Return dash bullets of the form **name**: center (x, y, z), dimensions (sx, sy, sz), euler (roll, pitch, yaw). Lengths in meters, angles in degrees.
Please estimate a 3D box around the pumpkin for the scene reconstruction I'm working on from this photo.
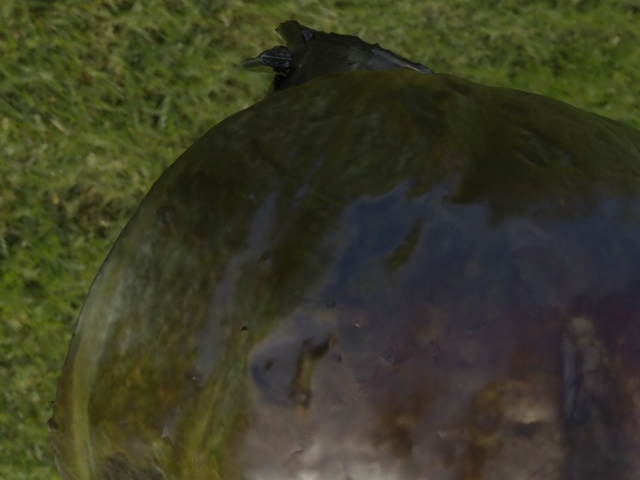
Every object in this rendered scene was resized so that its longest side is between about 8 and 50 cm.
- **pumpkin**: center (0.043, 0.027, 0.496), dimensions (0.312, 0.148, 0.169), euler (-37, 126, -8)

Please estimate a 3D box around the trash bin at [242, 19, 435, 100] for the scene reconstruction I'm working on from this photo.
- **trash bin**: center (0.000, 0.000, 1.099), dimensions (0.252, 0.203, 0.301), euler (29, 79, -21)
